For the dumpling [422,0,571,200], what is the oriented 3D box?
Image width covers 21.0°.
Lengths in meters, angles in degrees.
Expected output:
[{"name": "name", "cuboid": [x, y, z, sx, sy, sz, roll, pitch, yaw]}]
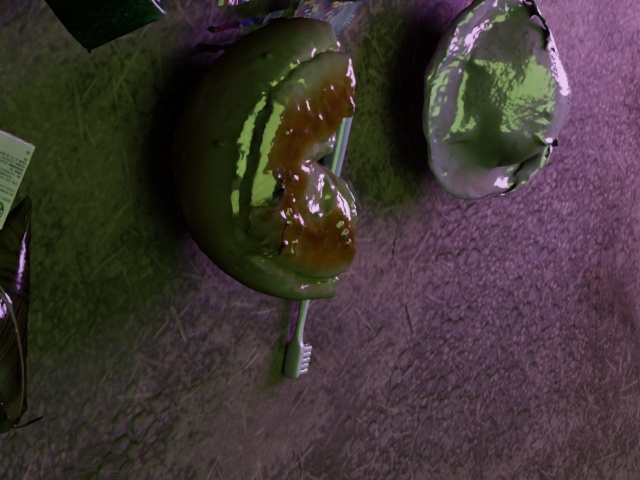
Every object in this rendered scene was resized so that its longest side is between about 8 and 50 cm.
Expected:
[{"name": "dumpling", "cuboid": [0.200, -0.184, 2.144, 0.205, 0.163, 0.293, -19, 127, -6]}]

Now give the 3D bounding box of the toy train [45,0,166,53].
[{"name": "toy train", "cuboid": [-0.127, -0.299, 1.547, 0.330, 0.178, 0.138, -23, 136, 12]}]

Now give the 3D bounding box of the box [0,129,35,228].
[{"name": "box", "cuboid": [-0.333, -0.071, 1.600, 0.125, 0.043, 0.089, 29, 82, -52]}]

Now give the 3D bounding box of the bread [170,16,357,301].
[{"name": "bread", "cuboid": [-0.070, -0.066, 1.822, 0.192, 0.171, 0.314, -30, 126, -37]}]

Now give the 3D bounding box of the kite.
[{"name": "kite", "cuboid": [-0.030, -0.250, 1.881, 0.245, 0.015, 0.141, -17, 146, -41]}]

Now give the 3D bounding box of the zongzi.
[{"name": "zongzi", "cuboid": [-0.304, 0.080, 1.681, 0.184, 0.084, 0.187, -57, 148, -33]}]

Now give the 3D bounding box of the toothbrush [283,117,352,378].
[{"name": "toothbrush", "cuboid": [-0.001, 0.000, 2.050, 0.030, 0.025, 0.342, -7, 110, -54]}]
